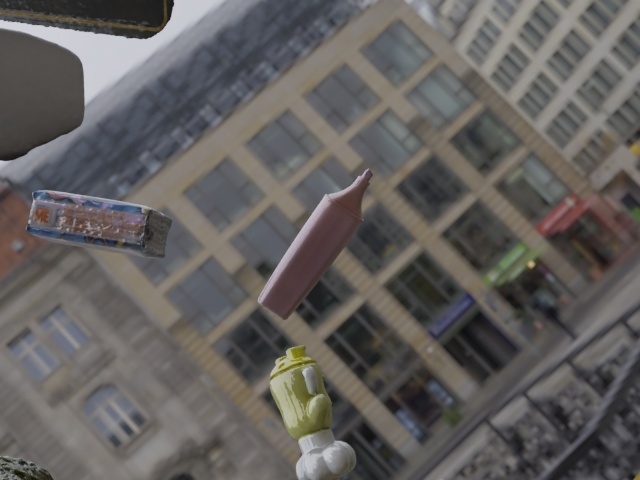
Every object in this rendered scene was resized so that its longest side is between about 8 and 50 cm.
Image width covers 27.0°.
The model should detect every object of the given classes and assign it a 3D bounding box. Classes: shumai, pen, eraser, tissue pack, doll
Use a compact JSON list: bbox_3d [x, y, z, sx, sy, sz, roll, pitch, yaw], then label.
[{"bbox_3d":[-0.282,0.243,1.206,0.082,0.083,0.080,-23,18,28],"label":"shumai"},{"bbox_3d":[0.000,0.000,1.513,0.197,0.053,0.032,-53,7,8],"label":"pen"},{"bbox_3d":[-0.313,-0.103,0.967,0.174,0.094,0.270,-5,5,-40],"label":"eraser"},{"bbox_3d":[-0.276,-0.020,1.677,0.115,0.155,0.065,45,-125,-80],"label":"tissue pack"},{"bbox_3d":[-0.011,0.201,1.488,0.062,0.162,0.106,-13,-15,-24],"label":"doll"}]

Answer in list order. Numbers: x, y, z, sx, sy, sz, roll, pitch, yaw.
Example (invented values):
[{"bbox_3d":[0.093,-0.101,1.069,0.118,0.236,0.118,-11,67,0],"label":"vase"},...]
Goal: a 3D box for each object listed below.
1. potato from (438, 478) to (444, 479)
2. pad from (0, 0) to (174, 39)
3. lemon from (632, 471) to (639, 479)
[{"bbox_3d":[0.102,0.433,1.517,0.290,0.295,0.397,0,-16,-27],"label":"potato"},{"bbox_3d":[-0.306,-0.283,1.228,0.063,0.375,0.314,-35,-50,-53],"label":"pad"},{"bbox_3d":[0.340,0.248,0.953,0.293,0.293,0.293,-43,-8,-7],"label":"lemon"}]
